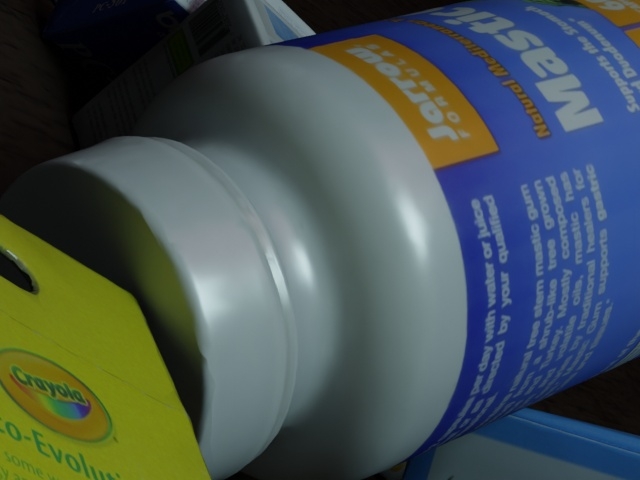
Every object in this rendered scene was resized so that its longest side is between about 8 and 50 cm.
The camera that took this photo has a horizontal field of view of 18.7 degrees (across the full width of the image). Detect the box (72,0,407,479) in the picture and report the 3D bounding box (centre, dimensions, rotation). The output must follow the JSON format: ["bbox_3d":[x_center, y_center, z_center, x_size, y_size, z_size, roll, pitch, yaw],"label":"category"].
[{"bbox_3d":[0.000,0.000,0.875,0.203,0.103,0.114,41,17,-35],"label":"box"}]

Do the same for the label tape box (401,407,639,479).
[{"bbox_3d":[0.205,0.160,0.846,0.249,0.115,0.348,14,-5,27],"label":"label tape box"}]

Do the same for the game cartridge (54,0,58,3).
[{"bbox_3d":[-0.114,-0.115,0.991,0.083,0.017,0.056,55,11,15],"label":"game cartridge"}]

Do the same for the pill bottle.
[{"bbox_3d":[0.023,-0.002,0.688,0.272,0.152,0.152,-18,66,-43],"label":"pill bottle"}]

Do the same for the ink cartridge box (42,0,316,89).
[{"bbox_3d":[-0.028,-0.063,0.954,0.207,0.097,0.046,42,56,-35],"label":"ink cartridge box"}]

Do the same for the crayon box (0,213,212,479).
[{"bbox_3d":[-0.083,0.103,0.408,0.202,0.081,0.318,37,20,-44],"label":"crayon box"}]
